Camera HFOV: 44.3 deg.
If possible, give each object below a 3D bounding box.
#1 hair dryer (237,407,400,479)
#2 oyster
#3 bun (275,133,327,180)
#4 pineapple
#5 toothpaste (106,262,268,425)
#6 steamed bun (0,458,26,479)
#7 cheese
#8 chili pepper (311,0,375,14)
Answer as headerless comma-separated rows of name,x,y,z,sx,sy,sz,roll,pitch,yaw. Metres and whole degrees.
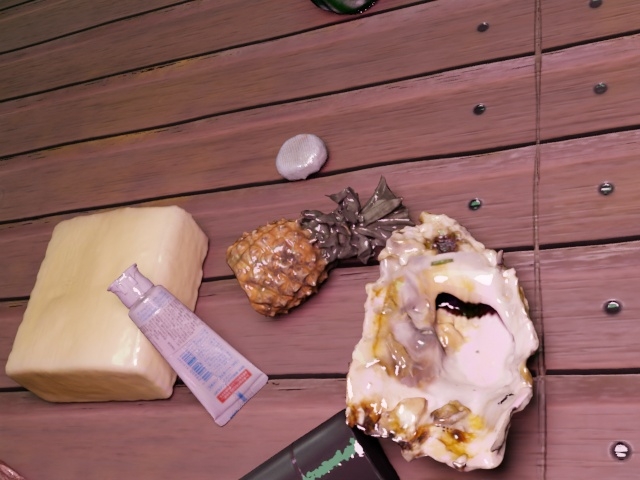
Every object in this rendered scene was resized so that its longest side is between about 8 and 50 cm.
hair dryer,0.004,0.366,0.824,0.244,0.116,0.302,-37,56,5
oyster,0.147,0.111,0.901,0.201,0.107,0.354,0,50,17
bun,-0.028,-0.126,1.203,0.083,0.045,0.083,-16,53,22
pineapple,0.000,0.001,1.060,0.248,0.128,0.128,-29,49,0
toothpaste,-0.178,0.130,1.025,0.089,0.057,0.234,-44,93,-6
steamed bun,-0.447,0.381,1.050,0.145,0.106,0.175,-54,37,-6
cheese,-0.308,0.093,1.156,0.242,0.124,0.265,-9,54,27
chili pepper,0.027,-0.538,1.325,0.233,0.256,0.248,-33,49,21
